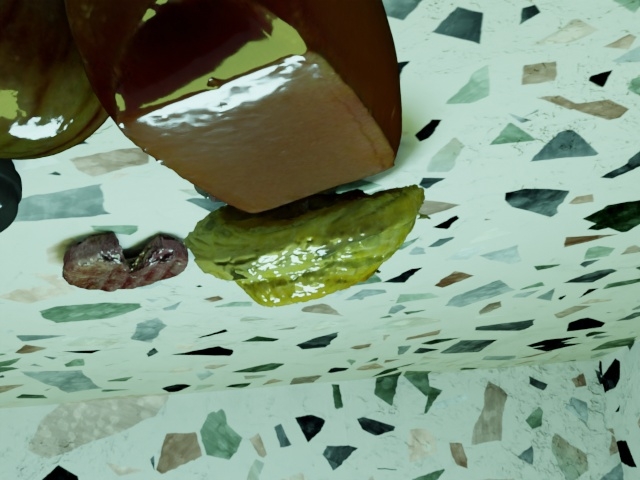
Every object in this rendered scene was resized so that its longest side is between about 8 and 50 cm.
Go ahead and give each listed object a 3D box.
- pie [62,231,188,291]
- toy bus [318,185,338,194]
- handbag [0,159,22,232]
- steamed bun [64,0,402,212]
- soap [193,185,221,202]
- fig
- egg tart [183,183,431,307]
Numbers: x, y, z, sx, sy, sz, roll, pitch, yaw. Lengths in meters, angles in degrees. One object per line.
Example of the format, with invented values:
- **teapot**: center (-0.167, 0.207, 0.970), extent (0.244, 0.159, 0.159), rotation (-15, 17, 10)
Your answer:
- **pie**: center (-0.346, 0.039, 1.778), extent (0.218, 0.054, 0.204), rotation (5, 156, -40)
- **toy bus**: center (-0.004, -0.131, 1.381), extent (0.103, 0.091, 0.182), rotation (-4, 160, -16)
- **handbag**: center (-0.538, -0.069, 1.324), extent (0.253, 0.093, 0.308), rotation (-14, 160, 14)
- **steamed bun**: center (-0.064, -0.199, 0.927), extent (0.234, 0.248, 0.379), rotation (-17, 161, 15)
- **soap**: center (-0.134, -0.106, 1.448), extent (0.100, 0.056, 0.149), rotation (-8, 161, -11)
- **fig**: center (-0.300, -0.171, 0.939), extent (0.234, 0.235, 0.215), rotation (3, 127, -29)
- **egg tart**: center (0.000, 0.000, 1.513), extent (0.339, 0.153, 0.351), rotation (-7, -169, 15)
